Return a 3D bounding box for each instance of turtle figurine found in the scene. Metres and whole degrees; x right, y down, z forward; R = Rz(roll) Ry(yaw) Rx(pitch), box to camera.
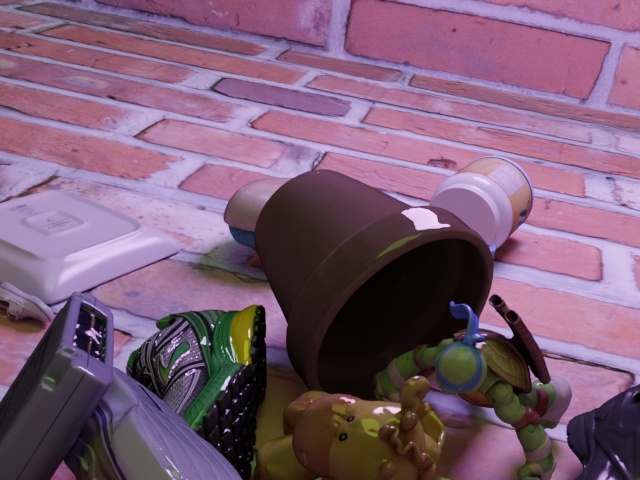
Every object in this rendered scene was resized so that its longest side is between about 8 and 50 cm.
[{"bbox_3d":[0.164,0.200,1.054,0.197,0.275,0.266,-4,-6,29],"label":"turtle figurine"}]

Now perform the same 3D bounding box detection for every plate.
[{"bbox_3d":[-0.396,-0.010,1.412,0.278,0.045,0.277,21,27,27],"label":"plate"}]

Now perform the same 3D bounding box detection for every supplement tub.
[{"bbox_3d":[0.273,-0.057,1.626,0.144,0.144,0.199,19,26,22],"label":"supplement tub"}]

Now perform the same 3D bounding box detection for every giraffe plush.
[{"bbox_3d":[0.036,0.198,0.838,0.210,0.170,0.181,-3,64,5],"label":"giraffe plush"}]

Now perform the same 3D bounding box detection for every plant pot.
[{"bbox_3d":[0.036,0.036,1.143,0.263,0.263,0.229,-9,39,-36],"label":"plant pot"}]

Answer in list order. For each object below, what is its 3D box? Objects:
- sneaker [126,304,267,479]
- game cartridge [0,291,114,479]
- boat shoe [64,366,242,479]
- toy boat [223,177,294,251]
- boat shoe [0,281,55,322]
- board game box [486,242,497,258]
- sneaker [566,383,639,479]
[{"bbox_3d":[-0.140,0.175,1.003,0.146,0.134,0.343,-1,17,2],"label":"sneaker"},{"bbox_3d":[-0.257,0.159,0.849,0.060,0.196,0.294,37,0,-14],"label":"game cartridge"},{"bbox_3d":[-0.142,0.185,0.751,0.109,0.094,0.302,36,-8,-20],"label":"boat shoe"},{"bbox_3d":[0.000,0.000,1.436,0.267,0.148,0.318,-1,17,-32],"label":"toy boat"},{"bbox_3d":[-0.385,0.086,1.215,0.100,0.035,0.035,24,55,24],"label":"boat shoe"},{"bbox_3d":[0.115,0.060,1.277,0.211,0.160,0.039,13,15,11],"label":"board game box"},{"bbox_3d":[0.326,0.233,0.967,0.109,0.130,0.286,39,24,-9],"label":"sneaker"}]
